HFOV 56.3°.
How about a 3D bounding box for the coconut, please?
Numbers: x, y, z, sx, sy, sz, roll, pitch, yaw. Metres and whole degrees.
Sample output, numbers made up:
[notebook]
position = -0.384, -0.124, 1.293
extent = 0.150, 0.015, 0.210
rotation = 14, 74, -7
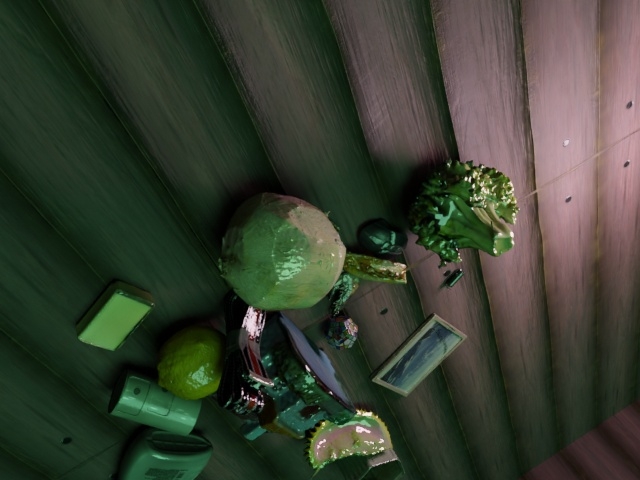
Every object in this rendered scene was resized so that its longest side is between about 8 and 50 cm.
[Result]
[coconut]
position = -0.109, 0.025, 1.450
extent = 0.255, 0.297, 0.297
rotation = 15, 115, -37

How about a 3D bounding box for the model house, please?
[model house]
position = -0.140, 0.448, 1.753
extent = 0.339, 0.297, 0.360
rotation = -36, 134, 3

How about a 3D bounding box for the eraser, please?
[eraser]
position = -0.513, 0.189, 1.497
extent = 0.172, 0.058, 0.117
rotation = -48, 133, 10

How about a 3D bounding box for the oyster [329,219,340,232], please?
[oyster]
position = 0.000, -0.001, 1.664
extent = 0.086, 0.029, 0.132
rotation = 28, 110, -34

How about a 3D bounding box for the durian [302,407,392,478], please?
[durian]
position = 0.094, 0.713, 2.160
extent = 0.352, 0.169, 0.158
rotation = -6, 127, -24

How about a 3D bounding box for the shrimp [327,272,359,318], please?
[shrimp]
position = 0.056, 0.163, 1.822
extent = 0.091, 0.034, 0.161
rotation = 21, 106, -26

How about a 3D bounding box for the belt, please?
[belt]
position = -0.199, 0.278, 1.552
extent = 0.126, 0.359, 0.094
rotation = -34, 130, 26

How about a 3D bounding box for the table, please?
[table]
position = -0.453, 0.445, 1.641
extent = 0.220, 0.126, 0.126
rotation = 26, 109, -22

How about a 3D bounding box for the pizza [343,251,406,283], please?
[pizza]
position = 0.167, 0.086, 1.770
extent = 0.271, 0.134, 0.056
rotation = 23, 65, -44

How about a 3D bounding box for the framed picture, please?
[framed picture]
position = 0.363, 0.427, 2.198
extent = 0.335, 0.022, 0.247
rotation = -47, 133, 9

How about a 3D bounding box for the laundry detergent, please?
[laundry detergent]
position = -0.535, 0.766, 1.880
extent = 0.264, 0.124, 0.398
rotation = 20, 113, -39

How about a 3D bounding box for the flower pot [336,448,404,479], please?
[flower pot]
position = 0.181, 0.854, 2.305
extent = 0.239, 0.189, 0.209
rotation = -7, 126, -27

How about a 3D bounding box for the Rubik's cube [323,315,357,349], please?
[Rubik's cube]
position = 0.064, 0.289, 1.875
extent = 0.111, 0.093, 0.111
rotation = -15, 130, -18

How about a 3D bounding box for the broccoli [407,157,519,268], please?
[broccoli]
position = 0.418, -0.057, 1.684
extent = 0.348, 0.281, 0.293
rotation = 7, 119, -33

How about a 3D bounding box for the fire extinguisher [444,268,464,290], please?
[fire extinguisher]
position = 0.448, 0.132, 2.021
extent = 0.038, 0.025, 0.083
rotation = 38, 103, -4

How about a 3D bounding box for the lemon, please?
[lemon]
position = -0.334, 0.326, 1.610
extent = 0.231, 0.192, 0.192
rotation = -24, 132, -10

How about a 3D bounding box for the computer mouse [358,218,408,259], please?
[computer mouse]
position = 0.189, 0.005, 1.752
extent = 0.192, 0.062, 0.106
rotation = 26, 109, -39
